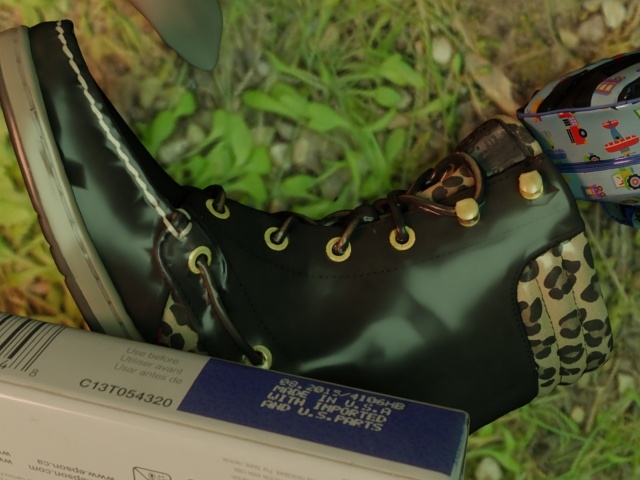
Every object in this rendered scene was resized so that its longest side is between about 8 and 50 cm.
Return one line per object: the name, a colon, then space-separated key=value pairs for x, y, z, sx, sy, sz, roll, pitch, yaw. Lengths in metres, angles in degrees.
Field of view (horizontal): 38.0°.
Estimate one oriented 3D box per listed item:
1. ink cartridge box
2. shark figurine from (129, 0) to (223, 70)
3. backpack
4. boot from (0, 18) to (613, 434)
ink cartridge box: x=-0.095 y=0.204 z=0.535 sx=0.323 sy=0.071 sz=0.330 roll=11 pitch=123 yaw=11
shark figurine: x=-0.184 y=-0.207 z=0.540 sx=0.278 sy=0.116 sz=0.166 roll=8 pitch=93 yaw=-12
backpack: x=0.218 y=-0.064 z=0.579 sx=0.173 sy=0.158 sz=0.117 roll=-16 pitch=101 yaw=-30
boot: x=0.000 y=0.000 z=0.575 sx=0.284 sy=0.138 sz=0.378 roll=-27 pitch=103 yaw=-5
